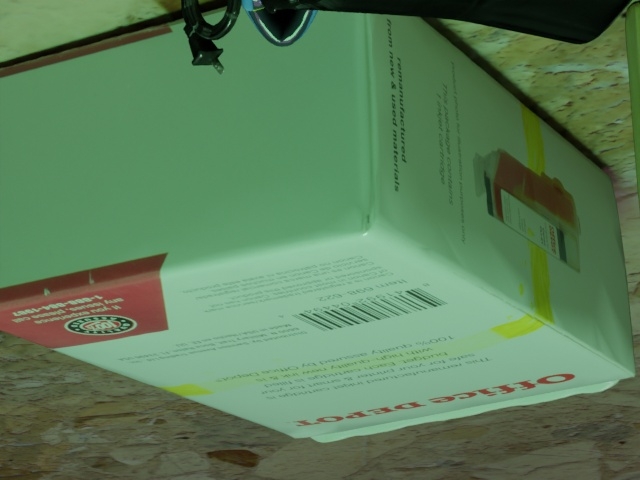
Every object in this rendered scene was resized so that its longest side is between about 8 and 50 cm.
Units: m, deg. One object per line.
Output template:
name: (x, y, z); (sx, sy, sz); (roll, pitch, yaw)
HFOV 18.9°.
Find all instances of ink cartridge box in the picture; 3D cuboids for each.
ink cartridge box: (0.000, 0.000, 1.224); (0.279, 0.160, 0.385); (-12, 158, 27)

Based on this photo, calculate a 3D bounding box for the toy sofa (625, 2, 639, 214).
toy sofa: (0.312, -0.114, 0.965); (0.177, 0.150, 0.362); (6, 159, -19)

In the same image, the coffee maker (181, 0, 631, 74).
coffee maker: (0.051, -0.148, 0.849); (0.178, 0.120, 0.171); (3, 158, -42)

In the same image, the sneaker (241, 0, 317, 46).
sneaker: (-0.018, -0.161, 0.895); (0.069, 0.082, 0.209); (-1, 159, 1)
